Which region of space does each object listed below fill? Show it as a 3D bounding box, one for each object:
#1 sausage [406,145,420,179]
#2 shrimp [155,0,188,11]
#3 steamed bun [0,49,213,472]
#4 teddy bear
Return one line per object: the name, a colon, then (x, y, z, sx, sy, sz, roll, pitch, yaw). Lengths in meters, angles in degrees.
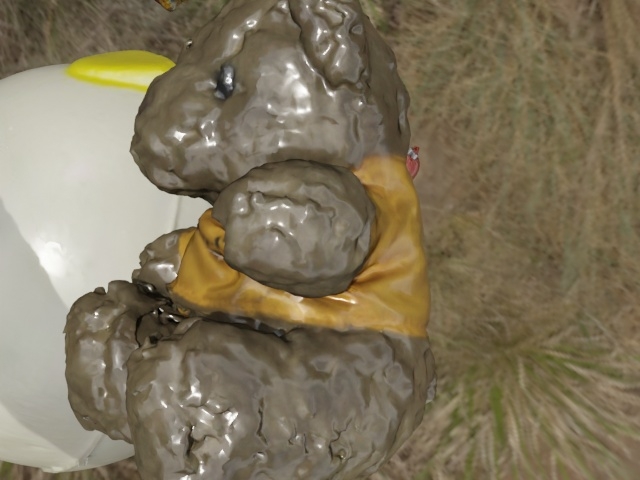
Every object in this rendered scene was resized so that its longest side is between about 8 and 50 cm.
sausage: (0.000, 0.000, 1.015, 0.034, 0.034, 0.253, 33, 121, -25)
shrimp: (-0.048, -0.133, 0.604, 0.091, 0.127, 0.025, 34, 121, -6)
steamed bun: (-0.203, 0.022, 0.957, 0.334, 0.374, 0.333, 11, 68, -28)
teddy bear: (-0.016, -0.004, 0.438, 0.140, 0.177, 0.190, 3, 86, -20)
